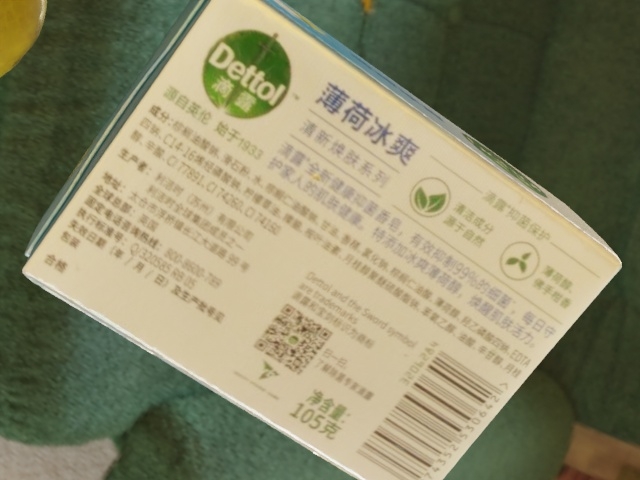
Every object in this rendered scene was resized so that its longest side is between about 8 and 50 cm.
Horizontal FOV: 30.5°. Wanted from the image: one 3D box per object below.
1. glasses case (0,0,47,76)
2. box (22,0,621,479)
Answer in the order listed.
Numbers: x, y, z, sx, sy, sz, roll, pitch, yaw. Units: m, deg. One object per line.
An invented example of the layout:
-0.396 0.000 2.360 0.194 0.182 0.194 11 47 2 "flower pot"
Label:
-0.241 -0.241 0.517 0.173 0.141 0.371 -18 125 -19 "glasses case"
0.000 0.000 0.481 0.194 0.073 0.139 34 103 -16 "box"
